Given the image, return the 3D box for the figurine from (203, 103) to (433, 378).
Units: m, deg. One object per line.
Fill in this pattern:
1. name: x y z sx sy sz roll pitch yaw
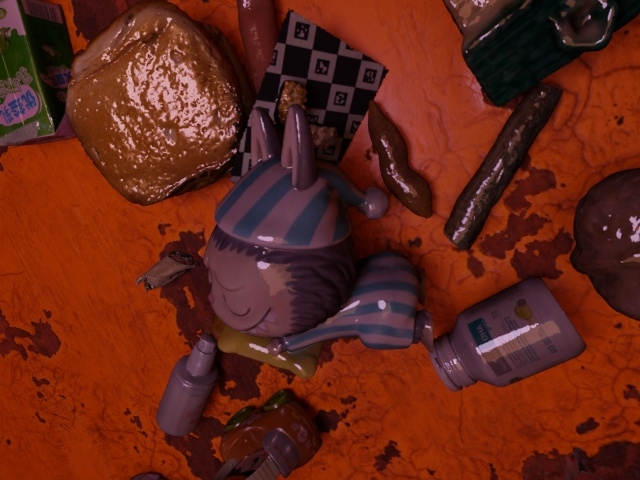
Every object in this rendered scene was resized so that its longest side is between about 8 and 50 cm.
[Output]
1. figurine: 0.000 0.000 0.591 0.360 0.267 0.378 1 134 4

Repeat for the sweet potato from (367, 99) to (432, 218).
1. sweet potato: 0.125 -0.131 0.680 0.065 0.051 0.219 -27 95 25

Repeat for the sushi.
1. sushi: -0.021 -0.182 0.655 0.192 0.043 0.280 16 114 -29

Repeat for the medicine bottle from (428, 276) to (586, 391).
1. medicine bottle: 0.292 0.163 0.664 0.215 0.135 0.135 -34 93 21

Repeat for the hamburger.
1. hamburger: -0.271 -0.222 0.708 0.304 0.174 0.284 -21 100 21

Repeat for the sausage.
1. sausage: -0.085 -0.290 0.687 0.078 0.078 0.305 -12 101 19

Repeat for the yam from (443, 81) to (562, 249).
1. yam: 0.280 -0.113 0.636 0.061 0.061 0.274 29 110 8

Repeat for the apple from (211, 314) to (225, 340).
1. apple: -0.184 0.176 0.841 0.083 0.084 0.071 25 102 9

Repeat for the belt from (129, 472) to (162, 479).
1. belt: -0.413 0.722 1.013 0.289 0.164 0.184 20 115 14

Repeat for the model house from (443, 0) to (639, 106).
1. model house: 0.304 -0.357 0.425 0.382 0.334 0.343 -30 93 32

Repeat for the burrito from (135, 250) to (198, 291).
1. burrito: -0.337 0.066 0.878 0.149 0.041 0.055 -28 109 18

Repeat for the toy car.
1. toy car: -0.122 0.442 0.820 0.235 0.235 0.145 -33 94 22

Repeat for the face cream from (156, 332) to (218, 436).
1. face cream: -0.281 0.308 0.894 0.101 0.101 0.252 29 110 8

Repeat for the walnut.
1. walnut: 0.443 0.004 0.531 0.224 0.224 0.225 4 106 16

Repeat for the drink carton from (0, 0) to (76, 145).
1. drink carton: -0.588 -0.333 0.809 0.161 0.108 0.271 -4 103 18
